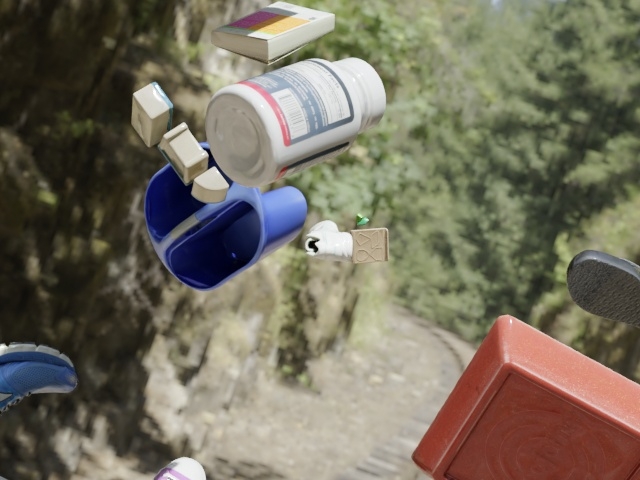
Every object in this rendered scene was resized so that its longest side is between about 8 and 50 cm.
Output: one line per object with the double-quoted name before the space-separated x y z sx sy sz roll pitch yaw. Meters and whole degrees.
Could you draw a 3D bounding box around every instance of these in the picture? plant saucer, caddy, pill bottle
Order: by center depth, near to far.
"pill bottle" -0.021 -0.130 1.375 0.108 0.108 0.180 18 31 41
"plant saucer" 0.264 0.247 1.541 0.259 0.258 0.048 29 33 3
"caddy" -0.189 -0.049 2.406 0.179 0.241 0.341 -25 -6 -42

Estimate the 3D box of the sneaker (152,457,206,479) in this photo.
"sneaker" -0.248 0.426 2.108 0.102 0.161 0.282 26 41 5

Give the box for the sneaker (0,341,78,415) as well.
"sneaker" -0.521 0.242 2.002 0.330 0.147 0.130 -5 -15 -37

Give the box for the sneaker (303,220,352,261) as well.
"sneaker" 0.000 0.000 2.008 0.061 0.054 0.152 -1 8 -17

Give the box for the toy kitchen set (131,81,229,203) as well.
"toy kitchen set" -0.175 -0.169 2.097 0.207 0.166 0.122 54 -18 9

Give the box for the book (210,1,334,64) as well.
"book" -0.062 -0.277 1.726 0.096 0.035 0.144 20 35 31

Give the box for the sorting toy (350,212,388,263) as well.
"sorting toy" 0.079 -0.005 2.133 0.062 0.083 0.012 -3 18 -2

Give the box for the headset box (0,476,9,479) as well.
"headset box" -0.588 0.520 2.267 0.293 0.218 0.110 28 -43 -10

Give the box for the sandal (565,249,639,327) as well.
"sandal" 0.442 0.074 1.894 0.254 0.097 0.054 26 40 -32
